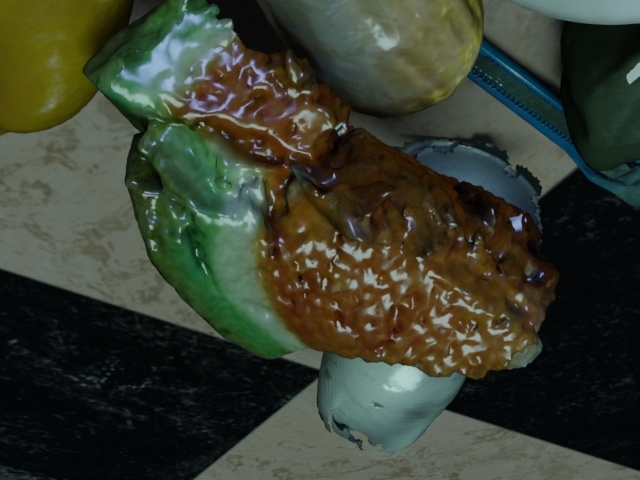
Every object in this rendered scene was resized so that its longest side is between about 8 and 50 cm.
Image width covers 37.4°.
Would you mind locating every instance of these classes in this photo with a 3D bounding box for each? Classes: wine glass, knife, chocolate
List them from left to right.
[{"bbox_3d":[-0.004,-0.181,0.524,0.134,0.134,0.309,-21,140,17],"label":"chocolate"},{"bbox_3d":[0.080,0.063,0.823,0.143,0.143,0.321,2,142,-11],"label":"wine glass"},{"bbox_3d":[0.189,-0.088,0.742,0.296,0.026,0.044,26,142,-34],"label":"knife"}]

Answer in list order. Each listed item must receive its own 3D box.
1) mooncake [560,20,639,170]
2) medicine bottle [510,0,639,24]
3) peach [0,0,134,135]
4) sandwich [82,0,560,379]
[{"bbox_3d":[0.252,-0.118,0.655,0.175,0.104,0.168,13,133,-26],"label":"mooncake"},{"bbox_3d":[0.145,-0.258,0.422,0.170,0.170,0.293,-8,139,1],"label":"medicine bottle"},{"bbox_3d":[-0.223,-0.152,0.515,0.251,0.153,0.251,1,137,1],"label":"peach"},{"bbox_3d":[0.000,0.000,0.581,0.301,0.162,0.250,30,175,4],"label":"sandwich"}]
